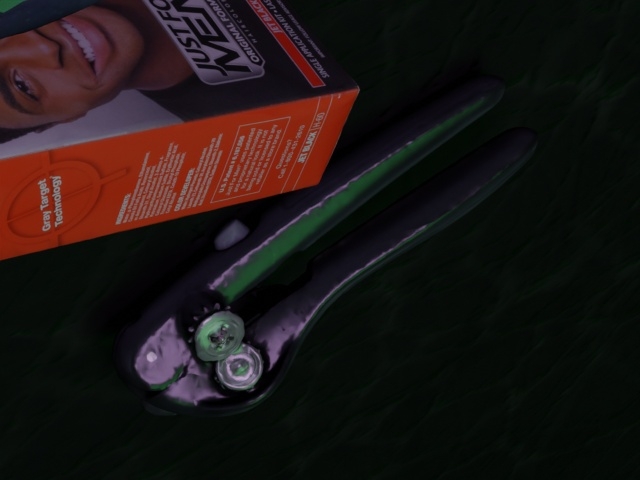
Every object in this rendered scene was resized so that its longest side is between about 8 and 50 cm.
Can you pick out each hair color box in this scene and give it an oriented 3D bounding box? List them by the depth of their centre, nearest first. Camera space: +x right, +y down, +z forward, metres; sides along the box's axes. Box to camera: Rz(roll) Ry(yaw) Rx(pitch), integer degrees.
[{"bbox_3d":[-0.068,-0.040,0.489,0.141,0.072,0.043,-16,146,-35],"label":"hair color box"}]

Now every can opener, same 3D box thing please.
[{"bbox_3d":[0.000,0.000,0.656,0.186,0.073,0.059,-40,113,-1],"label":"can opener"}]

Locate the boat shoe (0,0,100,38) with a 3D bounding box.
[{"bbox_3d":[-0.141,-0.083,0.281,0.340,0.127,0.158,-19,139,-31],"label":"boat shoe"}]
